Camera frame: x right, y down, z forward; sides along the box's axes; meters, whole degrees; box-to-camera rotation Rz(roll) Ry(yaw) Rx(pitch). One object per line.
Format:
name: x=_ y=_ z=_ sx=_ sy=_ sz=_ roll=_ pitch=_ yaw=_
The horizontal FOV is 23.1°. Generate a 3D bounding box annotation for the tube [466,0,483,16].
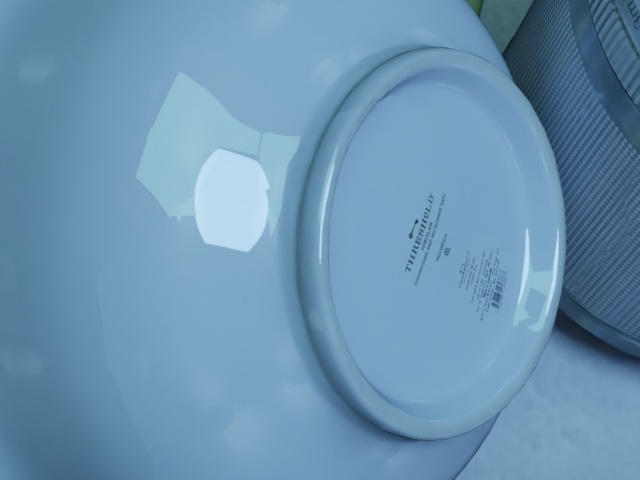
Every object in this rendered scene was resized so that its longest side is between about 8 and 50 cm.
tube: x=0.059 y=-0.167 z=0.828 sx=0.070 sy=0.062 sz=0.240 roll=2 pitch=63 yaw=38

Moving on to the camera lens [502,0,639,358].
camera lens: x=0.202 y=-0.077 z=0.691 sx=0.219 sy=0.274 sz=0.219 roll=4 pitch=66 yaw=-9

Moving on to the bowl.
bowl: x=0.000 y=0.000 z=0.606 sx=0.298 sy=0.134 sz=0.298 roll=-3 pitch=94 yaw=-45
